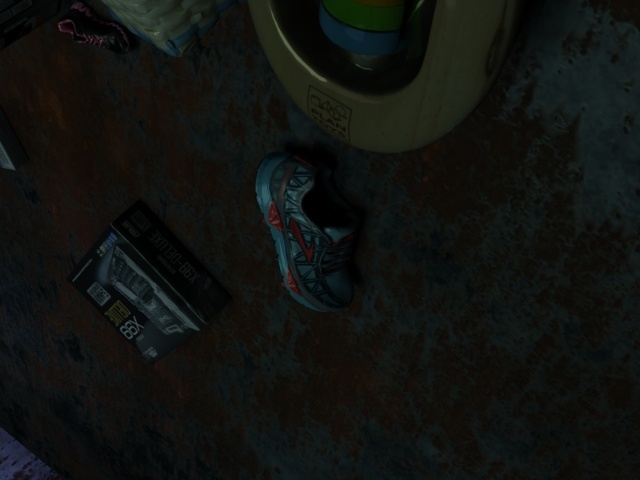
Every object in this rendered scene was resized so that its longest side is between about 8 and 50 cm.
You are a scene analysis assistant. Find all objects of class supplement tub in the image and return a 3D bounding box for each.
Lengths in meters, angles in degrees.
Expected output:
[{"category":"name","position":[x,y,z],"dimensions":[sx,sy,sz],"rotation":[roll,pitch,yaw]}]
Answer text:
[{"category":"supplement tub","position":[-0.489,-0.336,1.444],"dimensions":[0.117,0.190,0.117],"rotation":[28,143,24]}]

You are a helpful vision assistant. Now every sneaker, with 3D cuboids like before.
[{"category":"sneaker","position":[0.000,0.000,1.372],"dimensions":[0.125,0.104,0.262],"rotation":[4,129,41]},{"category":"sneaker","position":[-0.332,-0.300,1.441],"dimensions":[0.119,0.057,0.047],"rotation":[32,142,16]}]

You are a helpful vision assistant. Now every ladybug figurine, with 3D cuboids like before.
[{"category":"ladybug figurine","position":[0.070,-0.277,0.955],"dimensions":[0.305,0.162,0.449],"rotation":[32,143,16]}]

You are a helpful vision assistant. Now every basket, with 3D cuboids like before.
[{"category":"basket","position":[-0.177,-0.360,1.037],"dimensions":[0.201,0.254,0.289],"rotation":[38,160,33]}]

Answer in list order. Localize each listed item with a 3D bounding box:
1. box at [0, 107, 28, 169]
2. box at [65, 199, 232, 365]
[{"category":"box","position":[-0.651,-0.211,1.879],"dimensions":[0.186,0.038,0.145],"rotation":[9,132,39]},{"category":"box","position":[-0.323,0.088,1.818],"dimensions":[0.242,0.076,0.307],"rotation":[48,145,-5]}]
